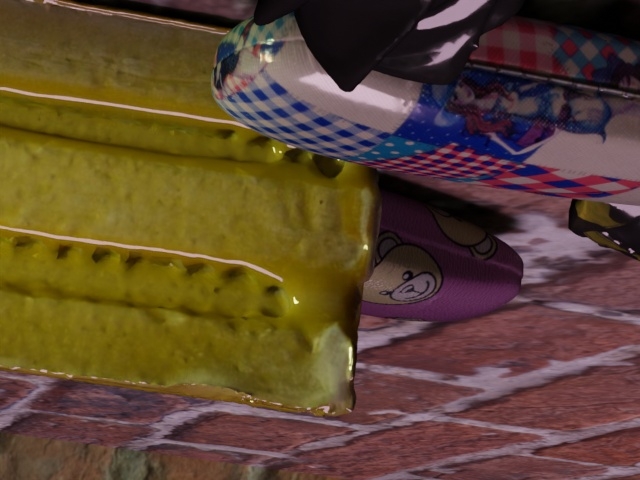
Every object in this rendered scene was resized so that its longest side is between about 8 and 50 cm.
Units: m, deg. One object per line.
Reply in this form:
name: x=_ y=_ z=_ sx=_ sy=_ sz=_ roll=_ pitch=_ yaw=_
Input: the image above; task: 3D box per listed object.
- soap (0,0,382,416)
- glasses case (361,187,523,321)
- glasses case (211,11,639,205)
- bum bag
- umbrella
soap: x=-0.128 y=-0.021 z=0.911 sx=0.315 sy=0.199 sz=0.091 roll=7 pitch=170 yaw=-10
glasses case: x=0.000 y=0.000 z=1.175 sx=0.316 sy=0.076 sz=0.123 roll=16 pitch=161 yaw=-36
glasses case: x=0.107 y=-0.064 z=0.867 sx=0.327 sy=0.076 sz=0.125 roll=7 pitch=170 yaw=-21
bum bag: x=0.256 y=-0.007 z=1.086 sx=0.232 sy=0.060 sz=0.106 roll=13 pitch=155 yaw=-32
umbrella: x=0.043 y=-0.153 z=0.552 sx=0.118 sy=0.118 sz=0.340 roll=6 pitch=160 yaw=-3
